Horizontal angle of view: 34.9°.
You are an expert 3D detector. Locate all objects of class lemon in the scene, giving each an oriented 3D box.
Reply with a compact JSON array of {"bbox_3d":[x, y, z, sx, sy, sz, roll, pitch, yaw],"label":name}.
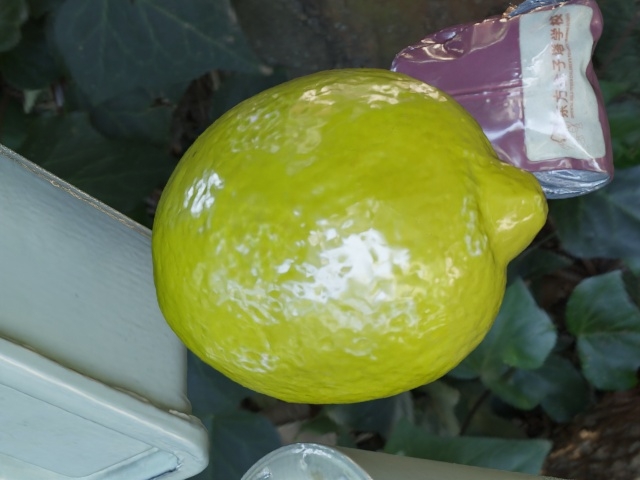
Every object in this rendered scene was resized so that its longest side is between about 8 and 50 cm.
[{"bbox_3d":[0.000,0.000,0.566,0.248,0.184,0.184,-14,96,29],"label":"lemon"}]

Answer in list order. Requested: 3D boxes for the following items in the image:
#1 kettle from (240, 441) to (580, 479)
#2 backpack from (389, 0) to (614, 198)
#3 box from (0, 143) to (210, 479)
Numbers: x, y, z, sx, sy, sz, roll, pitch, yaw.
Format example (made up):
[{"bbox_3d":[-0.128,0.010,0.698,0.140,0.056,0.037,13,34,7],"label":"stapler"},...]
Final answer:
[{"bbox_3d":[0.149,0.331,0.851,0.361,0.376,0.250,28,101,50],"label":"kettle"},{"bbox_3d":[0.252,-0.193,1.466,0.317,0.197,0.283,-6,82,19],"label":"backpack"},{"bbox_3d":[-0.225,0.046,0.694,0.175,0.312,0.182,-28,45,33],"label":"box"}]
